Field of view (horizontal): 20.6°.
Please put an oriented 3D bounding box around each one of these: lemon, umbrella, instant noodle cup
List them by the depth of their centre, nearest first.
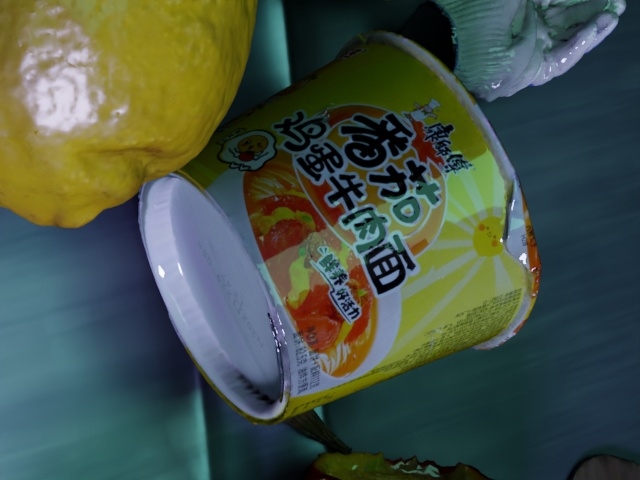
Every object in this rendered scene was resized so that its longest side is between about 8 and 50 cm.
[{"bbox_3d":[-0.178,-0.166,1.146,0.297,0.297,0.297,4,82,-33],"label":"lemon"},{"bbox_3d":[0.000,0.000,1.279,0.200,0.264,0.264,-25,98,-24],"label":"instant noodle cup"},{"bbox_3d":[-0.004,0.147,1.380,0.083,0.031,0.020,45,31,-24],"label":"umbrella"}]

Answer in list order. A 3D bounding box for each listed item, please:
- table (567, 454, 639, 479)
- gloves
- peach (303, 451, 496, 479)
[{"bbox_3d":[0.372,0.344,1.474,0.317,0.249,0.317,4,82,-33],"label":"table"},{"bbox_3d":[0.163,-0.183,1.490,0.229,0.097,0.119,-16,98,-30],"label":"gloves"},{"bbox_3d":[0.081,0.234,1.332,0.226,0.196,0.190,54,26,-19],"label":"peach"}]
